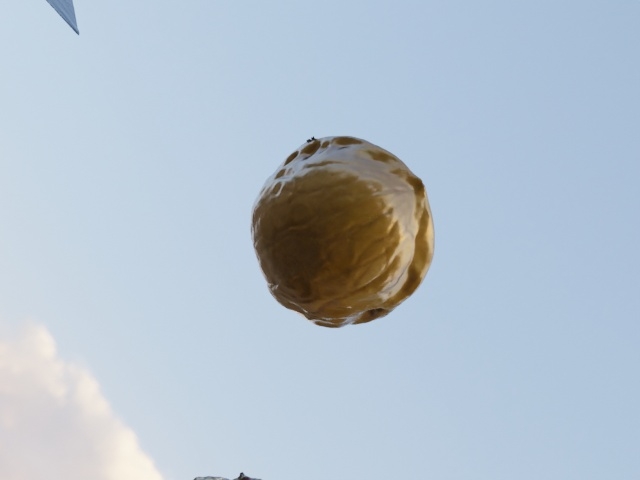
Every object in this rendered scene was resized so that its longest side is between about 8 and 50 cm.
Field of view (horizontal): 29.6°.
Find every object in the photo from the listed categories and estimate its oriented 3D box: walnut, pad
[{"bbox_3d":[-0.001,0.000,1.040,0.211,0.087,0.167,-36,-99,52],"label":"walnut"},{"bbox_3d":[-0.313,-0.303,1.352,0.116,0.004,0.193,48,10,-32],"label":"pad"}]

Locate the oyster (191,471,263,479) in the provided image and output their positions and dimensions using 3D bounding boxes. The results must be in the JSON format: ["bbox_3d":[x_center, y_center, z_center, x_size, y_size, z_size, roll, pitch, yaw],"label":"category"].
[{"bbox_3d":[-0.077,0.419,1.576,0.271,0.100,0.275,9,-43,9],"label":"oyster"}]
